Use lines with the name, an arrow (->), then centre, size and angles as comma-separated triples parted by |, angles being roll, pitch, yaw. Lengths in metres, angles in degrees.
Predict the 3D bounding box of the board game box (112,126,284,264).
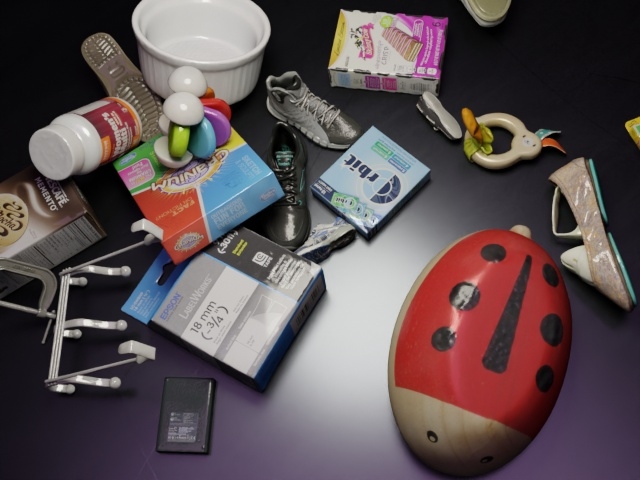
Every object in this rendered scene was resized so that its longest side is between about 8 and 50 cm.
board game box -> -0.245, -0.120, 1.534 | 0.242, 0.064, 0.316 | -34, 44, -9

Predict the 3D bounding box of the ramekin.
ramekin -> -0.247, -0.398, 1.639 | 0.277, 0.135, 0.277 | 5, 48, -6

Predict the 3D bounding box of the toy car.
toy car -> -0.236, -0.226, 1.500 | 0.136, 0.159, 0.182 | 12, 45, -14

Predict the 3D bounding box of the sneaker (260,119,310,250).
sneaker -> -0.076, -0.111, 1.553 | 0.101, 0.106, 0.267 | -5, 67, 3

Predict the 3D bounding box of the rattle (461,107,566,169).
rattle -> 0.380, -0.218, 1.532 | 0.200, 0.142, 0.130 | 6, 49, 16

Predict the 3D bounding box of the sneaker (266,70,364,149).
sneaker -> -0.021, -0.270, 1.599 | 0.229, 0.132, 0.086 | 26, 72, 17

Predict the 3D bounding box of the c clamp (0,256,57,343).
c clamp -> -0.567, 0.108, 1.487 | 0.022, 0.161, 0.137 | 11, 77, 59

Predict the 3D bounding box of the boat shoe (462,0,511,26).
boat shoe -> 0.332, -0.572, 1.707 | 0.113, 0.103, 0.302 | -5, 64, -10

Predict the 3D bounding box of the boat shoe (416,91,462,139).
boat shoe -> 0.240, -0.248, 1.611 | 0.046, 0.038, 0.125 | -16, 64, -47

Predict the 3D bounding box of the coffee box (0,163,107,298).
coffee box -> -0.603, -0.017, 1.564 | 0.297, 0.119, 0.168 | -33, 66, -8

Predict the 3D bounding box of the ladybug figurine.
ladybug figurine -> 0.281, 0.171, 1.327 | 0.305, 0.162, 0.449 | 18, 74, -1

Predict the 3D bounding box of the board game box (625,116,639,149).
board game box -> 0.706, -0.152, 1.519 | 0.124, 0.039, 0.259 | -21, 63, -4

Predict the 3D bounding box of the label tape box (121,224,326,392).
label tape box -> -0.193, 0.093, 1.476 | 0.334, 0.106, 0.240 | 26, 71, 16

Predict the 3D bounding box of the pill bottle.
pill bottle -> -0.457, -0.200, 1.549 | 0.121, 0.121, 0.221 | 18, 29, 14

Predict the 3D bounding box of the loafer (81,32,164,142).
loafer -> -0.411, -0.323, 1.695 | 0.102, 0.092, 0.268 | -31, 83, -4

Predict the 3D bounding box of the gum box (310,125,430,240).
gum box -> 0.099, -0.116, 1.568 | 0.157, 0.041, 0.184 | 41, 77, 20

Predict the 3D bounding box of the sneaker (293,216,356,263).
sneaker -> 0.000, 0.000, 1.530 | 0.135, 0.052, 0.058 | -28, 56, -14

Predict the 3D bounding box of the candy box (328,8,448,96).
candy box -> 0.145, -0.399, 1.670 | 0.233, 0.071, 0.159 | 6, 68, 10

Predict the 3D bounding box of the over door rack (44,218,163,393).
over door rack -> -0.373, 0.134, 1.415 | 0.324, 0.108, 0.239 | -25, 57, 41

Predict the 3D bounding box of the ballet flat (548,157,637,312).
ballet flat -> 0.490, -0.003, 1.454 | 0.106, 0.107, 0.316 | -18, 59, 21

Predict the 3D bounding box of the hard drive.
hard drive -> -0.243, 0.315, 1.429 | 0.094, 0.022, 0.135 | 0, 67, 7
